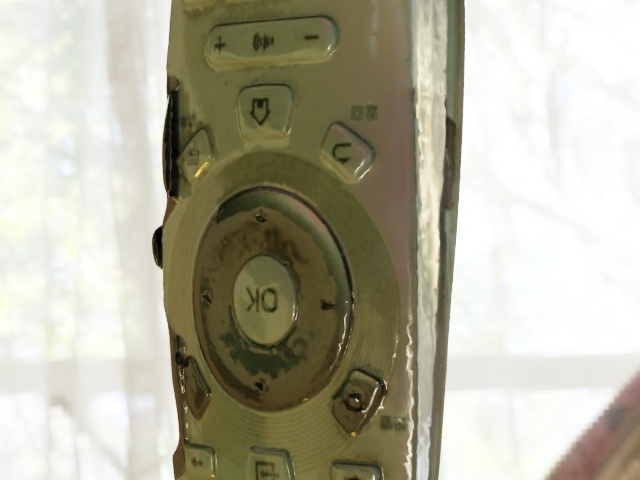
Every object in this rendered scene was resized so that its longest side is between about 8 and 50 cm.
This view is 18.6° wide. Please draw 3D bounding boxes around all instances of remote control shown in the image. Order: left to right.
[{"bbox_3d":[-0.001,0.001,0.511,0.097,0.256,0.045,4,-179,43],"label":"remote control"}]
